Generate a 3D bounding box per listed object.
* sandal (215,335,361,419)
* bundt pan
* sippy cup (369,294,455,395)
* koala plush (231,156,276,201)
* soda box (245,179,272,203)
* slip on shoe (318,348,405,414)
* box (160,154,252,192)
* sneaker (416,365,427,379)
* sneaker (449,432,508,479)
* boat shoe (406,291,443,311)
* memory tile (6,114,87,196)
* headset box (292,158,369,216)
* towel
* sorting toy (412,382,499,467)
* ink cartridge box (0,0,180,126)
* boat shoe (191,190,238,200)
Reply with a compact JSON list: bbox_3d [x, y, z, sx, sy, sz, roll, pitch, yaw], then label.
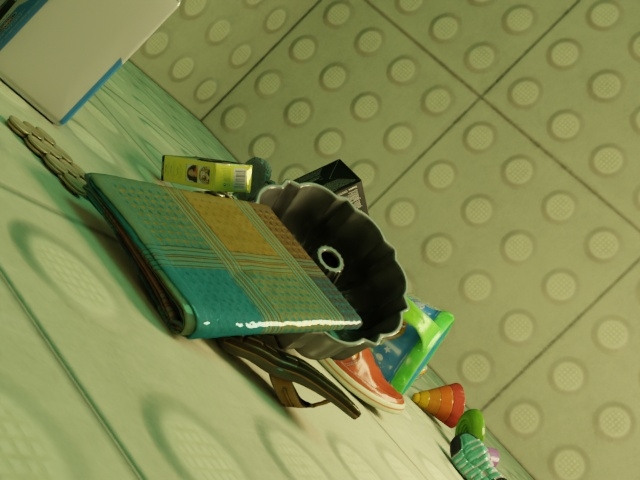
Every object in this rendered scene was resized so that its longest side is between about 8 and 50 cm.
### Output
[{"bbox_3d":[-0.047,0.183,1.132,0.219,0.060,0.090,29,2,-17],"label":"sandal"},{"bbox_3d":[-0.015,0.062,1.462,0.331,0.124,0.331,22,45,-24],"label":"bundt pan"},{"bbox_3d":[0.161,0.215,2.037,0.224,0.305,0.240,35,31,14],"label":"sippy cup"},{"bbox_3d":[-0.146,-0.050,2.051,0.196,0.203,0.221,33,-17,-2],"label":"koala plush"},{"bbox_3d":[-0.135,-0.031,1.639,0.053,0.169,0.060,49,5,33],"label":"soda box"},{"bbox_3d":[0.052,0.207,1.649,0.331,0.101,0.123,46,1,-7],"label":"slip on shoe"},{"bbox_3d":[-0.233,-0.136,1.738,0.087,0.058,0.232,0,8,-37],"label":"box"},{"bbox_3d":[0.227,0.346,2.268,0.084,0.083,0.215,24,3,7],"label":"sneaker"},{"bbox_3d":[0.360,0.530,1.921,0.223,0.083,0.098,57,-10,53],"label":"sneaker"},{"bbox_3d":[0.098,0.163,2.246,0.500,0.156,0.187,26,9,-14],"label":"boat shoe"},{"bbox_3d":[-0.358,-0.109,1.180,0.148,0.012,0.113,45,3,7],"label":"memory tile"},{"bbox_3d":[0.000,0.000,1.910,0.110,0.218,0.293,50,-18,48],"label":"headset box"},{"bbox_3d":[-0.122,0.028,1.175,0.370,0.040,0.271,8,37,-55],"label":"towel"},{"bbox_3d":[0.323,0.464,2.165,0.126,0.127,0.365,14,15,-15],"label":"sorting toy"},{"bbox_3d":[-0.431,-0.401,1.497,0.166,0.285,0.395,43,3,-31],"label":"ink cartridge box"},{"bbox_3d":[-0.207,-0.058,1.723,0.109,0.094,0.302,46,3,14],"label":"boat shoe"}]
